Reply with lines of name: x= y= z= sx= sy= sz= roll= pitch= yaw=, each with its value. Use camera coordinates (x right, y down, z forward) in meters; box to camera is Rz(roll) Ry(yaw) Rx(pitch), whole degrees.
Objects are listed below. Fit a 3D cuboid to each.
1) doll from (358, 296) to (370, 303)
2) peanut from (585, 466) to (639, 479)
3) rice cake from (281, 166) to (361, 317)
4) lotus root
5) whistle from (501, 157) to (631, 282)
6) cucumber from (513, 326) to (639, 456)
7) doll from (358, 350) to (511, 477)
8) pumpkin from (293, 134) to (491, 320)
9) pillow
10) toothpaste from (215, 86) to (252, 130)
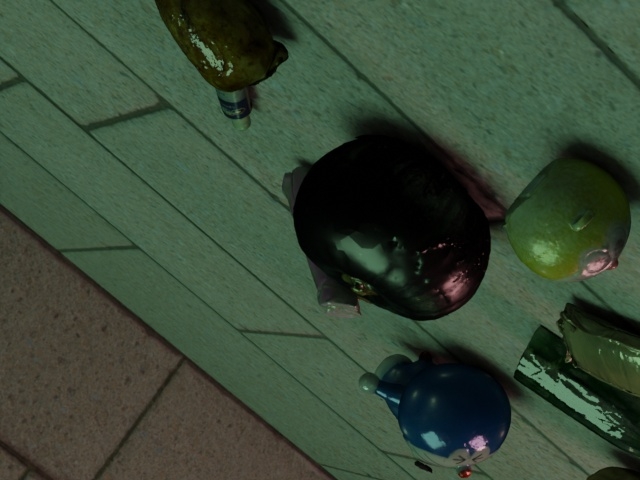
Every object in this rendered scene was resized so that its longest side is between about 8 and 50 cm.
doll: x=0.074 y=0.032 z=2.010 sx=0.221 sy=0.105 sz=0.115 roll=14 pitch=147 yaw=56
peanut: x=0.485 y=0.410 z=2.179 sx=0.291 sy=0.143 sz=0.159 roll=16 pitch=154 yaw=44
rice cake: x=0.000 y=0.001 z=1.943 sx=0.270 sy=0.055 sz=0.049 roll=-107 pitch=8 yaw=-48
lotus root: x=-0.123 y=-0.238 z=1.683 sx=0.190 sy=0.094 sz=0.108 roll=46 pitch=168 yaw=-18
whistle: x=0.238 y=-0.014 z=1.560 sx=0.123 sy=0.123 sz=0.223 roll=37 pitch=177 yaw=-3
cucumber: x=0.357 y=0.211 z=2.030 sx=0.244 sy=0.063 sz=0.115 roll=32 pitch=164 yaw=6
doll: x=0.168 y=0.249 z=2.340 sx=0.215 sy=0.161 sz=0.257 roll=12 pitch=-177 yaw=-19
pumpkin: x=0.081 y=-0.011 z=1.780 sx=0.233 sy=0.163 sz=0.233 roll=34 pitch=167 yaw=9
pillow: x=0.360 y=0.140 z=1.829 sx=0.208 sy=0.053 sz=0.119 roll=23 pitch=155 yaw=38
toothpaste: x=-0.110 y=-0.196 z=1.874 sx=0.062 sy=0.037 sz=0.216 roll=30 pitch=158 yaw=22
